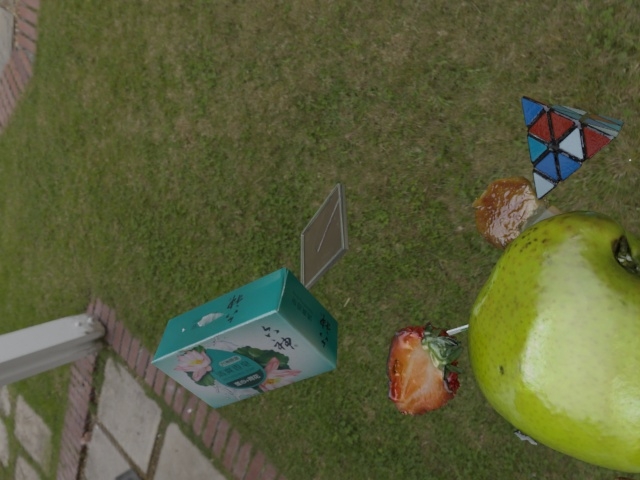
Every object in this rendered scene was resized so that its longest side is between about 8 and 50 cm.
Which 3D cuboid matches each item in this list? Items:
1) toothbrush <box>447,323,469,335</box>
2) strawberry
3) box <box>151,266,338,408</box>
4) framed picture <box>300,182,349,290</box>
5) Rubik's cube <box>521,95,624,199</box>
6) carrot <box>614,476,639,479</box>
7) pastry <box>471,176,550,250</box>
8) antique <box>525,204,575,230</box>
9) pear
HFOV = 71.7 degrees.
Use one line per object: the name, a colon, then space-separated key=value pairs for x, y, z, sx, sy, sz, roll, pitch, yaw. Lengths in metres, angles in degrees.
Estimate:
toothbrush: x=0.565 y=0.285 z=1.573 sx=0.304 sy=0.030 sz=0.030 roll=-35 pitch=78 yaw=40
strawberry: x=0.186 y=0.220 z=0.772 sx=0.140 sy=0.085 sz=0.192 roll=5 pitch=107 yaw=47
box: x=-0.113 y=0.158 z=0.687 sx=0.245 sy=0.092 sz=0.153 roll=-25 pitch=123 yaw=23
framed picture: x=0.000 y=0.000 z=1.109 sx=0.260 sy=0.023 sz=0.188 roll=130 pitch=146 yaw=-50
Rubik's cube: x=0.614 y=-0.268 z=1.060 sx=0.284 sy=0.234 sz=0.250 roll=-40 pitch=98 yaw=10
carrot: x=0.621 y=0.462 z=0.788 sx=0.165 sy=0.036 sz=0.035 roll=10 pitch=104 yaw=44
pastry: x=0.557 y=-0.073 z=1.304 sx=0.219 sy=0.100 sz=0.228 roll=-17 pitch=64 yaw=54
antique: x=0.585 y=0.019 z=1.037 sx=0.148 sy=0.147 sz=0.152 roll=-50 pitch=36 yaw=16
pear: x=0.369 y=0.113 z=0.660 sx=0.342 sy=0.239 sz=0.317 roll=-120 pitch=30 yaw=-67
